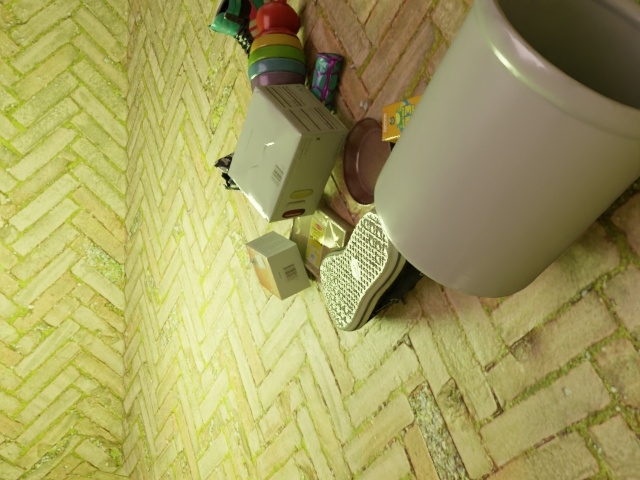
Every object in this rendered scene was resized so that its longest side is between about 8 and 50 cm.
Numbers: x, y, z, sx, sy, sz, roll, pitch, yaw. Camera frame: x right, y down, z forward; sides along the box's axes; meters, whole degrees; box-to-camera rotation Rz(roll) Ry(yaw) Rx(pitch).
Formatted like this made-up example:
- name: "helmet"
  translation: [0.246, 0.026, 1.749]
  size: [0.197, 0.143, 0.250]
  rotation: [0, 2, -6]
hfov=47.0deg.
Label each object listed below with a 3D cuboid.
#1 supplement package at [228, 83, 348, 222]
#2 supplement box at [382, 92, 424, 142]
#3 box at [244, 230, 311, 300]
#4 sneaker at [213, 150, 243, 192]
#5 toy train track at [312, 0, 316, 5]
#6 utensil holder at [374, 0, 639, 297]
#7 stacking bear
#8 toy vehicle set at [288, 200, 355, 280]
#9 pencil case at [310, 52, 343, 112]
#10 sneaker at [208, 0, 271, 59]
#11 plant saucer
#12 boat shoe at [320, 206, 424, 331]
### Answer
- name: "supplement package"
  translation: [-0.083, -0.210, 1.772]
  size: [0.204, 0.145, 0.261]
  rotation: [49, 134, 31]
- name: "supplement box"
  translation: [0.213, -0.241, 1.429]
  size: [0.233, 0.080, 0.078]
  rotation: [-5, 85, 62]
- name: "box"
  translation: [-0.114, 0.064, 1.946]
  size: [0.170, 0.091, 0.130]
  rotation: [26, 138, 63]
- name: "sneaker"
  translation: [-0.231, -0.246, 2.126]
  size: [0.094, 0.153, 0.234]
  rotation: [42, 127, 50]
- name: "toy train track"
  translation: [-0.015, -0.640, 1.869]
  size: [0.048, 0.014, 0.083]
  rotation: [28, 115, 57]
- name: "utensil holder"
  translation: [0.290, -0.148, 1.064]
  size: [0.385, 0.328, 0.327]
  rotation: [-61, 41, 46]
- name: "stacking bear"
  translation: [-0.108, -0.481, 1.909]
  size: [0.175, 0.164, 0.288]
  rotation: [-22, 68, 59]
- name: "toy vehicle set"
  translation: [0.000, 0.000, 1.854]
  size: [0.267, 0.035, 0.165]
  rotation: [41, 126, 52]
- name: "pencil case"
  translation: [0.011, -0.379, 1.787]
  size: [0.070, 0.065, 0.151]
  rotation: [-116, 34, -62]
- name: "sneaker"
  translation: [-0.222, -0.576, 2.068]
  size: [0.124, 0.179, 0.295]
  rotation: [-23, 72, 58]
- name: "plant saucer"
  translation: [0.114, -0.176, 1.647]
  size: [0.199, 0.036, 0.198]
  rotation: [7, 98, 59]
- name: "boat shoe"
  translation: [0.119, 0.063, 1.544]
  size: [0.500, 0.156, 0.186]
  rotation: [123, 132, -61]
